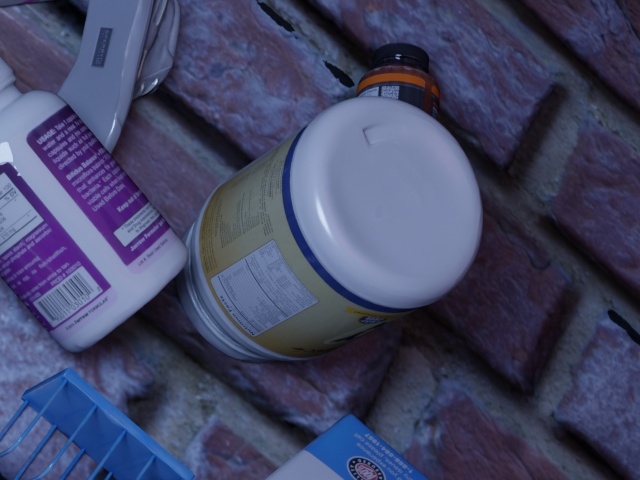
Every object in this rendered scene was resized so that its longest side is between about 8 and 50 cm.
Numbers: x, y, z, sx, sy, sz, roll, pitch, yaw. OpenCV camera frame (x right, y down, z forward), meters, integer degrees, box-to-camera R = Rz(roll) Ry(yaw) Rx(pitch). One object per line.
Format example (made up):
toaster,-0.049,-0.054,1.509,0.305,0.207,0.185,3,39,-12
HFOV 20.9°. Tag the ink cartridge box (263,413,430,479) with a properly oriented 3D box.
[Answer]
ink cartridge box,-0.003,0.394,1.715,0.285,0.166,0.395,40,41,16

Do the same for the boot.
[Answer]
boot,-0.219,-0.172,1.930,0.123,0.095,0.258,27,80,-62

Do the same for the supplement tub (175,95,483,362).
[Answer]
supplement tub,0.000,0.000,1.866,0.228,0.316,0.228,13,65,-29

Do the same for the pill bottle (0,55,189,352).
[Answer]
pill bottle,-0.289,-0.046,1.785,0.301,0.169,0.169,51,53,-7

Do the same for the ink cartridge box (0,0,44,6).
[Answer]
ink cartridge box,-0.275,-0.355,1.890,0.353,0.207,0.119,-14,79,-38

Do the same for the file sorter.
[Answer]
file sorter,-0.239,0.231,1.745,0.170,0.118,0.104,42,58,-13

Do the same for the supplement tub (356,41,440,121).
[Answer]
supplement tub,0.092,-0.141,2.116,0.106,0.106,0.197,20,62,-26
